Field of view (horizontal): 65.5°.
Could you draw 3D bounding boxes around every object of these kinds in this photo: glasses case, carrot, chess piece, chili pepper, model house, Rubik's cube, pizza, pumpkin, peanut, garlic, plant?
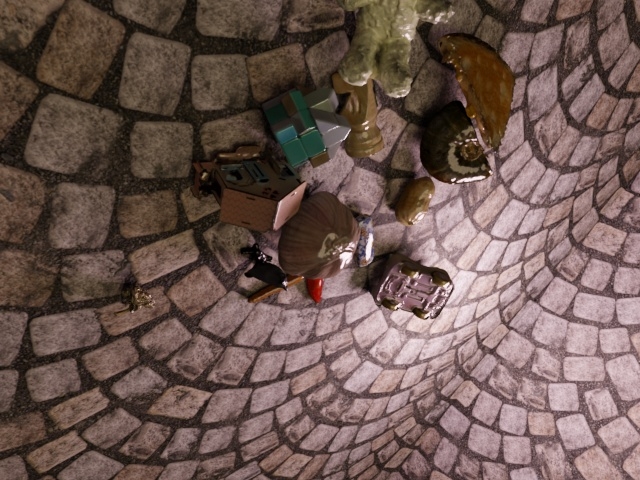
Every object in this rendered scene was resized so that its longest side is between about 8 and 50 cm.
[{"bbox_3d":[0.171,0.004,2.013,0.087,0.065,0.247,-24,134,-17],"label":"glasses case"},{"bbox_3d":[-0.170,0.180,1.919,0.248,0.043,0.043,-27,134,-14],"label":"carrot"},{"bbox_3d":[0.125,-0.423,1.616,0.137,0.137,0.300,-28,132,-16],"label":"chess piece"},{"bbox_3d":[-0.021,0.168,2.005,0.071,0.063,0.272,-12,131,-14],"label":"chili pepper"},{"bbox_3d":[-0.196,-0.150,1.495,0.326,0.244,0.169,-7,138,-32],"label":"model house"},{"bbox_3d":[-0.040,-0.356,1.486,0.213,0.224,0.265,-25,138,3],"label":"Rubik's cube"},{"bbox_3d":[0.590,-0.573,1.783,0.392,0.080,0.434,-45,115,-39],"label":"pizza"},{"bbox_3d":[0.492,-0.351,1.892,0.232,0.242,0.324,-22,113,19],"label":"pumpkin"},{"bbox_3d":[0.381,-0.156,2.004,0.129,0.129,0.224,1,118,-37],"label":"peanut"},{"bbox_3d":[0.000,0.000,1.735,0.318,0.259,0.317,-5,98,-33],"label":"garlic"},{"bbox_3d":[-0.589,0.203,1.572,0.122,0.105,0.116,-51,139,-22],"label":"plant"}]

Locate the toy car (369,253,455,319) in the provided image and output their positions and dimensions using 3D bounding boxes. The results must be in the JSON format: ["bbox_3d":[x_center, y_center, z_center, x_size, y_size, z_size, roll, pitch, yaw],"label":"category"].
[{"bbox_3d":[0.407,0.193,2.254,0.336,0.226,0.242,18,113,-15],"label":"toy car"}]

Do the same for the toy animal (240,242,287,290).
[{"bbox_3d":[-0.199,0.112,1.720,0.117,0.210,0.121,-37,136,-5],"label":"toy animal"}]

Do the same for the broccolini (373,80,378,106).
[{"bbox_3d":[0.171,-0.508,1.633,0.074,0.058,0.201,-34,135,0],"label":"broccolini"}]

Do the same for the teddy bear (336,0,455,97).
[{"bbox_3d":[0.210,-0.655,1.339,0.328,0.375,0.362,14,161,-7],"label":"teddy bear"}]
